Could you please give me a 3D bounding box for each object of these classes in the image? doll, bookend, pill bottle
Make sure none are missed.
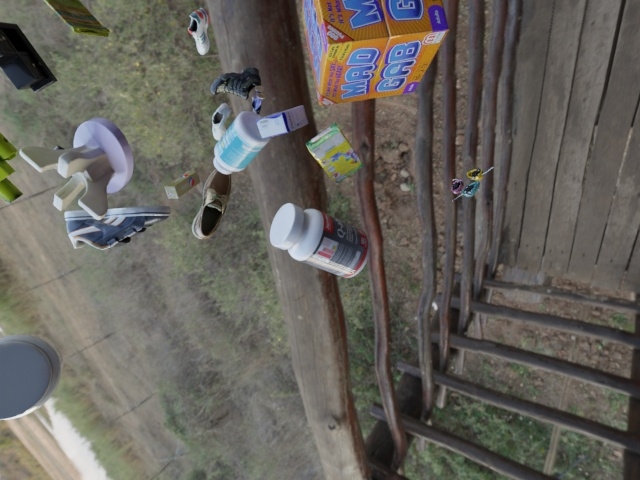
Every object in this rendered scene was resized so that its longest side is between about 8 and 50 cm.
[{"bbox_3d":[-0.283,-0.594,1.879,0.189,0.046,0.129,130,133,-64],"label":"doll"},{"bbox_3d":[-0.777,-0.454,1.058,0.072,0.157,0.156,-26,113,6],"label":"bookend"},{"bbox_3d":[-0.872,0.383,1.212,0.224,0.224,0.392,56,149,-7],"label":"pill bottle"},{"bbox_3d":[-0.318,-0.369,1.651,0.146,0.146,0.264,52,130,-2],"label":"pill bottle"},{"bbox_3d":[0.000,0.000,1.647,0.362,0.210,0.210,22,148,-32],"label":"pill bottle"}]

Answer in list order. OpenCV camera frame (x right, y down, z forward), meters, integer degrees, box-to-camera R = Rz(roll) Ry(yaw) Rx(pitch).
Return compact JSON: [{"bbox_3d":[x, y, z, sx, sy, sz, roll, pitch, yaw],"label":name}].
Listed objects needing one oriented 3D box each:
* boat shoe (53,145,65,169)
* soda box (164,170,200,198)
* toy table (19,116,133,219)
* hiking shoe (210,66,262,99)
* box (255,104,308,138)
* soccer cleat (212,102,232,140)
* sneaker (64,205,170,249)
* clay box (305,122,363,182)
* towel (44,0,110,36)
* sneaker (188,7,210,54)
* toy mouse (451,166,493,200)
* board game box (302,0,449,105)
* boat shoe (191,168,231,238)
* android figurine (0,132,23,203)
[{"bbox_3d":[-0.748,-0.241,1.362,0.076,0.228,0.080,-55,48,11],"label":"boat shoe"},{"bbox_3d":[-0.627,-0.256,1.927,0.058,0.181,0.061,2,121,20],"label":"soda box"},{"bbox_3d":[-0.632,-0.190,1.129,0.252,0.161,0.274,35,140,0],"label":"toy table"},{"bbox_3d":[-0.359,-0.660,1.819,0.086,0.226,0.114,83,166,-85],"label":"hiking shoe"},{"bbox_3d":[-0.136,-0.427,1.520,0.126,0.137,0.072,-3,114,36],"label":"box"},{"bbox_3d":[-0.419,-0.480,1.733,0.068,0.076,0.196,39,141,1],"label":"soccer cleat"},{"bbox_3d":[-0.613,-0.041,1.298,0.320,0.126,0.128,-5,94,5],"label":"sneaker"},{"bbox_3d":[0.056,-0.305,1.514,0.127,0.222,0.053,-32,56,11],"label":"clay box"},{"bbox_3d":[-0.621,-0.580,1.008,0.237,0.102,0.021,47,118,2],"label":"towel"},{"bbox_3d":[-0.427,-0.715,1.460,0.057,0.075,0.161,36,143,11],"label":"sneaker"},{"bbox_3d":[0.488,-0.177,1.415,0.031,0.143,0.161,41,166,-24],"label":"toy mouse"},{"bbox_3d":[0.148,-0.705,1.365,0.356,0.356,0.357,114,146,-80],"label":"board game box"},{"bbox_3d":[-0.460,-0.156,1.847,0.120,0.122,0.324,10,83,61],"label":"boat shoe"},{"bbox_3d":[-0.837,-0.177,0.959,0.273,0.248,0.056,55,179,-27],"label":"android figurine"}]
